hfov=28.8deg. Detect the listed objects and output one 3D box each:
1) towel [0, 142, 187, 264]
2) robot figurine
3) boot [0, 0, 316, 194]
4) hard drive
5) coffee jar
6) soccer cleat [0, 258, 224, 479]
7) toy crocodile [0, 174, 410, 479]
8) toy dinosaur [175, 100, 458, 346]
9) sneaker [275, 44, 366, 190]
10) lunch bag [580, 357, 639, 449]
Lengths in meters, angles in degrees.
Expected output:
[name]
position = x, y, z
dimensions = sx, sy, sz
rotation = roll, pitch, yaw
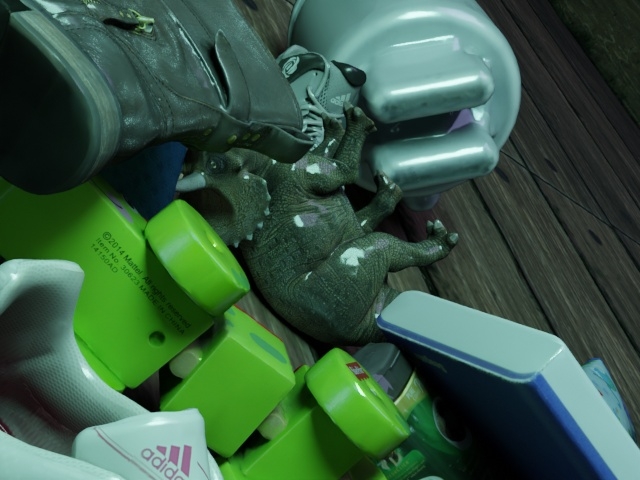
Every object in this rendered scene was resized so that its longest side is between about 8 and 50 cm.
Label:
[towel]
position = -0.167, -0.165, 0.726
dimensions = 0.271, 0.040, 0.370
rotation = 27, 69, -42
[robot figurine]
position = 0.076, -0.175, 1.247
dimensions = 0.353, 0.200, 0.299
rotation = -108, -168, -58
[boot]
position = -0.133, -0.129, 0.664
dimensions = 0.263, 0.091, 0.229
rotation = 53, 27, 5
[hard drive]
position = 0.181, 0.177, 0.868
dimensions = 0.318, 0.040, 0.210
rotation = 52, -14, -20
[coffee jar]
position = 0.072, 0.158, 0.858
dimensions = 0.184, 0.079, 0.096
rotation = 49, 18, -1
[soccer cleat]
position = -0.075, 0.154, 0.499
dimensions = 0.331, 0.143, 0.116
rotation = 53, 22, 13
[toy crocodile]
position = -0.061, 0.070, 0.704
dimensions = 0.340, 0.115, 0.105
rotation = 45, 6, -20
[toy dinosaur]
position = 0.000, 0.000, 0.950
dimensions = 0.313, 0.160, 0.121
rotation = 52, -13, -22
[sneaker]
position = -0.005, -0.084, 1.053
dimensions = 0.086, 0.132, 0.228
rotation = 23, 32, -47
[lunch bag]
position = 0.246, 0.194, 1.121
dimensions = 0.151, 0.096, 0.129
rotation = 65, 21, 5
